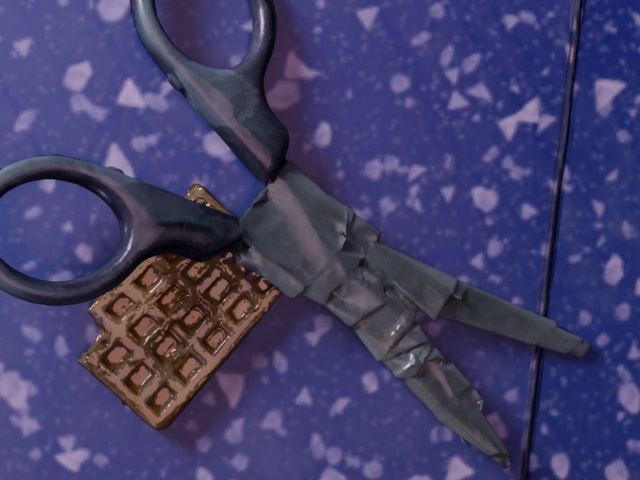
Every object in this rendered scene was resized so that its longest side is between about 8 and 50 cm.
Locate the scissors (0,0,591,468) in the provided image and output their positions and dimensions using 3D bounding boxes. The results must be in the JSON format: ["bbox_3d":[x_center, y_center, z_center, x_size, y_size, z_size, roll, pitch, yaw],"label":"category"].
[{"bbox_3d":[0.000,0.000,0.906,0.383,0.029,0.256,33,74,-12],"label":"scissors"}]

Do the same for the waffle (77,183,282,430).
[{"bbox_3d":[-0.088,0.042,0.912,0.092,0.021,0.135,43,85,-10],"label":"waffle"}]
